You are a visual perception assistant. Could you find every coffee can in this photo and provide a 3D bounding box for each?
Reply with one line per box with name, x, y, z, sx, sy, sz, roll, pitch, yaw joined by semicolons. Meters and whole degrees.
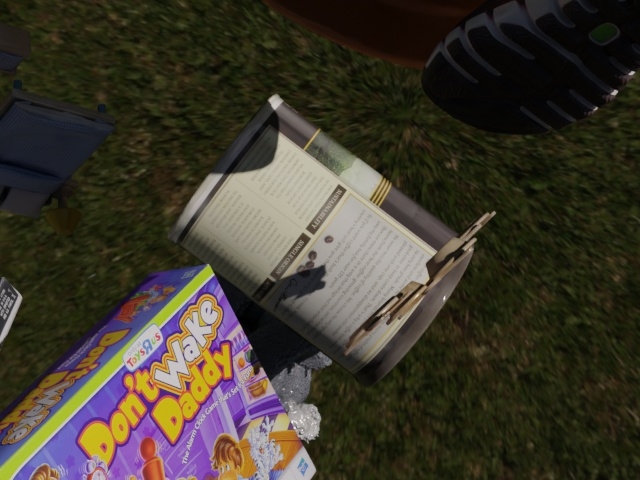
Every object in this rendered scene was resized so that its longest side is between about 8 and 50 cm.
coffee can;0.000;0.000;1.274;0.275;0.201;0.201;37;97;-3

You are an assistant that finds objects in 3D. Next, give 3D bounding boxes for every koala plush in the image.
koala plush;-0.084;0.173;1.576;0.203;0.221;0.196;-43;56;-6

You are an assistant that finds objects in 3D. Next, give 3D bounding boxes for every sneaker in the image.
sneaker;0.192;-0.182;0.786;0.106;0.281;0.162;36;58;-22

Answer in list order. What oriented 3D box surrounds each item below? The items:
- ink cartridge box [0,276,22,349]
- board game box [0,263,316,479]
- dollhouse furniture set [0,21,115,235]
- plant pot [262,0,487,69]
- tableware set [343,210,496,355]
ink cartridge box;-0.431;0.142;1.204;0.208;0.206;0.045;-20;123;18
board game box;-0.160;0.211;0.941;0.078;0.347;0.233;-10;115;37
dollhouse furniture set;-0.347;-0.077;1.273;0.286;0.303;0.198;-33;54;42
plant pot;0.062;-0.295;0.922;0.291;0.291;0.203;24;79;1
tableware set;0.087;0.035;0.976;0.020;0.168;0.141;46;112;6
